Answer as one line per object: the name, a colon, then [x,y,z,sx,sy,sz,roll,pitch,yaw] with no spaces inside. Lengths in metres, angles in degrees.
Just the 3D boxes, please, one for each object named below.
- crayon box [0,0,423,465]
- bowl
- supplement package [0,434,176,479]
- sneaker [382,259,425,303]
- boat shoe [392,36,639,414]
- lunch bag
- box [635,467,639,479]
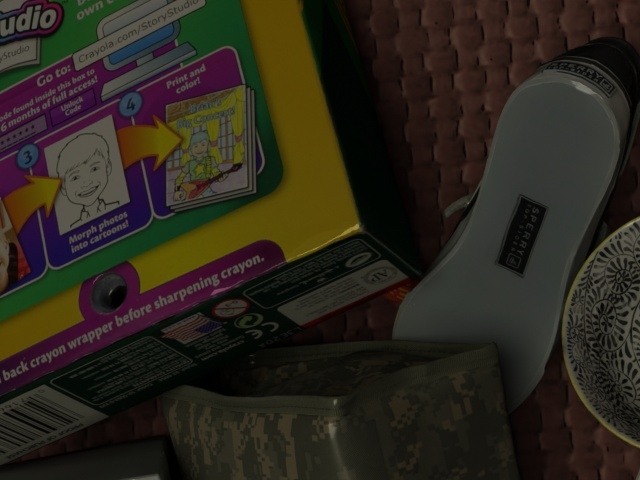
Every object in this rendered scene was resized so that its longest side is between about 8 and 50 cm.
crayon box: [-0.141,-0.053,1.373,0.363,0.106,0.313,-25,60,19]
bowl: [0.245,0.067,1.252,0.170,0.080,0.170,-6,68,16]
supplement package: [-0.220,0.266,1.369,0.263,0.199,0.198,-10,92,-3]
sneaker: [0.000,0.000,1.413,0.175,0.064,0.067,32,122,21]
boat shoe: [0.138,-0.004,1.329,0.113,0.105,0.306,26,125,16]
lunch bag: [0.005,0.194,1.342,0.287,0.169,0.235,-3,100,54]
box: [0.244,0.234,1.289,0.114,0.103,0.203,23,111,17]
